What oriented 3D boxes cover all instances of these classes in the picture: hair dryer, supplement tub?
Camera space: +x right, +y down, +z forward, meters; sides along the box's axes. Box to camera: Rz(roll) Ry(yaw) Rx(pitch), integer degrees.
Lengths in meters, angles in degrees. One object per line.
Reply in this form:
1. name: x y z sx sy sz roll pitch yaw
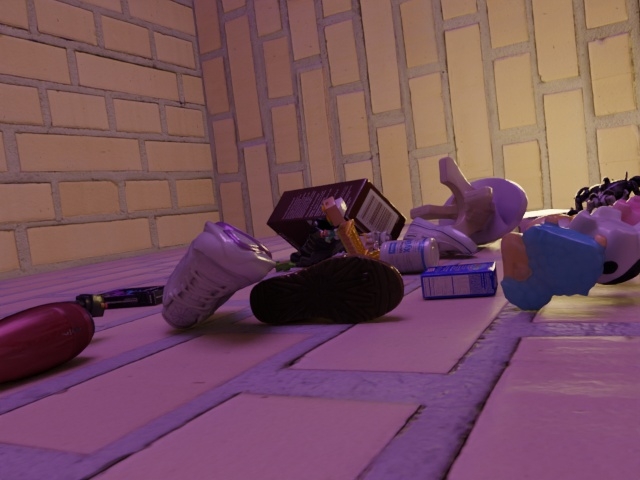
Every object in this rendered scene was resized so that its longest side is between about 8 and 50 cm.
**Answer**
1. hair dryer: -0.396 0.142 0.725 0.224 0.080 0.293 -23 1 -9
2. supplement tub: 0.183 0.032 1.173 0.107 0.070 0.071 -5 4 27

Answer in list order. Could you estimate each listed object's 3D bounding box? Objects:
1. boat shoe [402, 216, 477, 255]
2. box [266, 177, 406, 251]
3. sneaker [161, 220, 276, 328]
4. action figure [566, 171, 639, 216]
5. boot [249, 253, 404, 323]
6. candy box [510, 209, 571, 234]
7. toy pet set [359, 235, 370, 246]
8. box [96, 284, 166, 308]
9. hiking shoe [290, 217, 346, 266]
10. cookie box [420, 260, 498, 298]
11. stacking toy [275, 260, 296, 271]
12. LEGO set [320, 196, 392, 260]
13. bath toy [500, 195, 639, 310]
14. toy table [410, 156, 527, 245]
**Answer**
1. boat shoe: 0.285 0.008 1.388 0.083 0.075 0.226 40 -5 -26
2. box: 0.035 -0.056 1.668 0.191 0.143 0.381 41 -24 -29
3. sneaker: -0.155 0.063 0.825 0.114 0.152 0.305 32 -18 -11
4. action figure: 0.601 -0.051 1.202 0.164 0.140 0.276 -6 19 41
5. boot: 0.045 0.058 0.896 0.236 0.089 0.269 -5 3 24
6. candy box: 0.586 -0.040 1.546 0.165 0.070 0.196 -7 4 2
7. toy pet set: 0.127 0.042 1.408 0.122 0.065 0.114 0 -28 41
8. box: -0.391 0.118 1.218 0.162 0.029 0.116 -5 4 15
9. hiking shoe: 0.000 0.000 1.526 0.227 0.114 0.086 -20 -6 40
10. cookie box: 0.215 0.061 0.883 0.107 0.040 0.092 -5 4 20
11. stacking toy: -0.197 0.069 1.449 0.221 0.052 0.167 -4 4 25
12. LEGO set: 0.056 0.013 1.236 0.107 0.132 0.287 -11 -21 29
13. bath toy: 0.399 0.006 0.779 0.348 0.129 0.151 -11 31 -31
14. toy table: 0.375 -0.081 1.496 0.161 0.252 0.274 9 -28 -35
